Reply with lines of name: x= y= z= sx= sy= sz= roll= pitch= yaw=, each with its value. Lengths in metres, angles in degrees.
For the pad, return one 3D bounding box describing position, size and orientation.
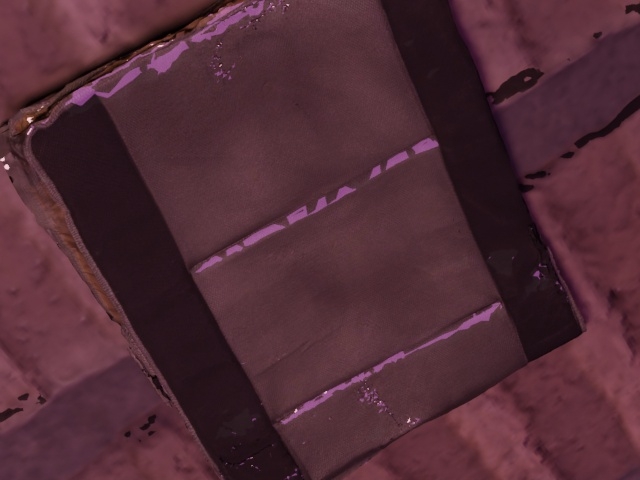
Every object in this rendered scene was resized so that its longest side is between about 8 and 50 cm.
pad: x=0.000 y=0.000 z=0.731 sx=0.174 sy=0.022 sz=0.233 roll=-31 pitch=128 yaw=-2
